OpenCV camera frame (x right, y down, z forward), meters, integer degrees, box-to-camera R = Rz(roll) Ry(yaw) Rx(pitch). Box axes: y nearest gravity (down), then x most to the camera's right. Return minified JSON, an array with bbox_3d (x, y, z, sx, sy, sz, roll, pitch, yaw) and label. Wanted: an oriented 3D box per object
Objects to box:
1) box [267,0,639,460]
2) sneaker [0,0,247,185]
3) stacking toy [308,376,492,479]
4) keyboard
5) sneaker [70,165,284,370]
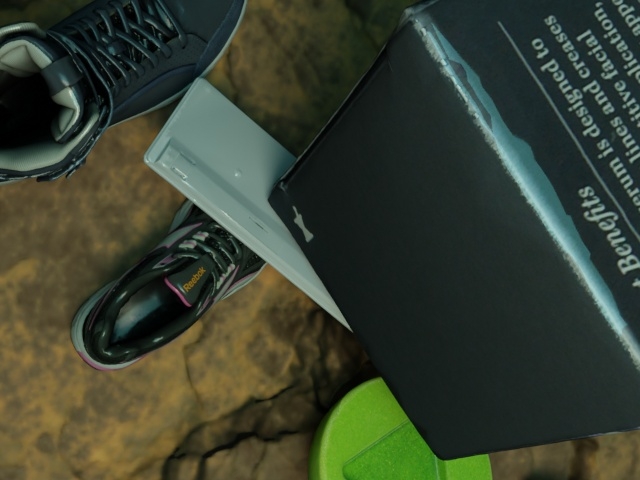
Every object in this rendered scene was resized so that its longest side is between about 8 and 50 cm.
[{"bbox_3d":[0.211,-0.073,0.696,0.395,0.293,0.212,-31,87,-19],"label":"box"},{"bbox_3d":[-0.125,-0.111,0.732,0.226,0.163,0.086,-39,97,-10],"label":"sneaker"},{"bbox_3d":[0.056,0.262,0.835,0.309,0.130,0.279,31,59,-14],"label":"stacking toy"},{"bbox_3d":[0.000,0.000,0.800,0.256,0.014,0.072,40,56,-20],"label":"keyboard"},{"bbox_3d":[-0.080,0.022,0.787,0.072,0.077,0.178,44,81,-11],"label":"sneaker"}]
